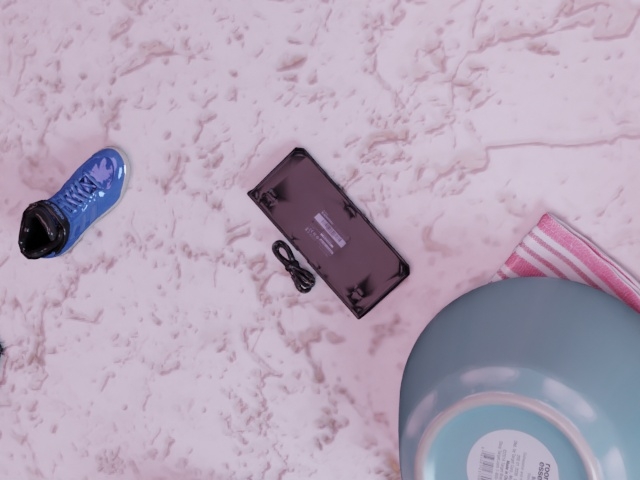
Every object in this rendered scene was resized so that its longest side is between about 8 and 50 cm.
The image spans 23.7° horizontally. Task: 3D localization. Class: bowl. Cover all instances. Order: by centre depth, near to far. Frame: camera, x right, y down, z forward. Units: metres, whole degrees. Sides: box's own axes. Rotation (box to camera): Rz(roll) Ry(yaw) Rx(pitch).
[{"bbox_3d":[0.199,0.205,1.475,0.311,0.163,0.311,7,108,21],"label":"bowl"}]

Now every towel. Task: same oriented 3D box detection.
[{"bbox_3d":[0.224,0.088,1.541,0.144,0.029,0.197,40,108,9],"label":"towel"}]

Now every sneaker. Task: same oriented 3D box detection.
[{"bbox_3d":[-0.270,-0.037,1.648,0.058,0.084,0.152,46,108,6],"label":"sneaker"}]

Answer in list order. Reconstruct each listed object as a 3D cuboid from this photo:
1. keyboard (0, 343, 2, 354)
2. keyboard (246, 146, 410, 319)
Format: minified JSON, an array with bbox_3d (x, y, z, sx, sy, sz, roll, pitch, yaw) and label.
[{"bbox_3d":[-0.532,0.155,1.789,0.317,0.033,0.201,19,104,15],"label":"keyboard"},{"bbox_3d":[0.000,0.000,1.603,0.108,0.023,0.180,-43,83,12],"label":"keyboard"}]
